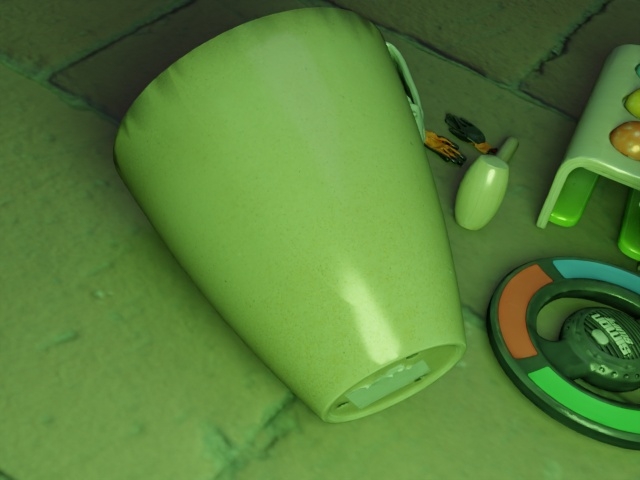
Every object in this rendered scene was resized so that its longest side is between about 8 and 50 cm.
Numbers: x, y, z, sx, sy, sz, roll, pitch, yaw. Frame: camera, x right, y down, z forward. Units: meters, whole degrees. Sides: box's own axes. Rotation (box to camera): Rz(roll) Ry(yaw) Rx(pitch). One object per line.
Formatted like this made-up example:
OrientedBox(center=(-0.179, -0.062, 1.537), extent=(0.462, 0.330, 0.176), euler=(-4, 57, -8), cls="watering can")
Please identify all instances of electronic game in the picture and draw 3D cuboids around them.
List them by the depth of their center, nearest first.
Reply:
OrientedBox(center=(0.261, 0.096, 1.018), extent=(0.229, 0.048, 0.229), euler=(9, 41, -8), cls="electronic game")

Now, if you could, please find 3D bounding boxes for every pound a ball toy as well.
OrientedBox(center=(0.292, -0.109, 1.198), extent=(0.208, 0.136, 0.319), euler=(24, 40, 10), cls="pound a ball toy")

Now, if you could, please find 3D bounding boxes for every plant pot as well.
OrientedBox(center=(0.000, 0.000, 0.921), extent=(0.256, 0.256, 0.274), euler=(-14, 65, -31), cls="plant pot")

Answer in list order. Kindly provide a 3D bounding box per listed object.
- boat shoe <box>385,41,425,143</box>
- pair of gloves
OrientedBox(center=(0.063, -0.117, 1.169), extent=(0.095, 0.084, 0.258), euler=(5, 41, -14), cls="boat shoe")
OrientedBox(center=(0.149, -0.114, 1.253), extent=(0.083, 0.010, 0.074), euler=(-22, 52, -38), cls="pair of gloves")
